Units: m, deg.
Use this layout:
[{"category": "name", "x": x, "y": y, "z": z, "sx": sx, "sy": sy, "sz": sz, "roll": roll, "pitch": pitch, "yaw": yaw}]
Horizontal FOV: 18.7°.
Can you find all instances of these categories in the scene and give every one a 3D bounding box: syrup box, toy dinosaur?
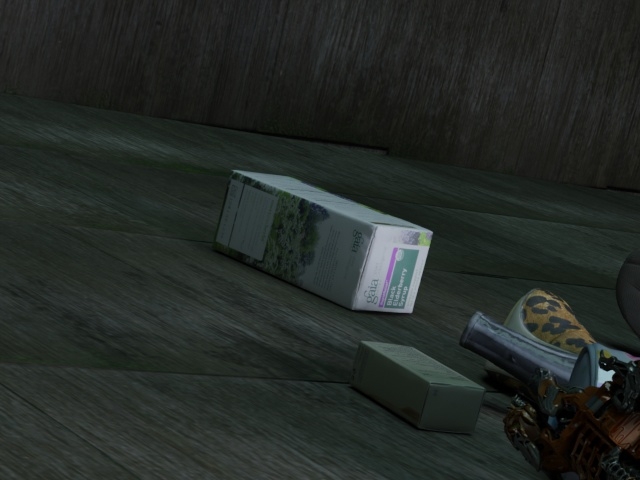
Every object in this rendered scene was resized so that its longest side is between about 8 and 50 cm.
[{"category": "syrup box", "x": 0.000, "y": 0.000, "z": 2.089, "sx": 0.096, "sy": 0.093, "sz": 0.237, "roll": 6, "pitch": 12, "yaw": -46}, {"category": "toy dinosaur", "x": 0.287, "y": 0.137, "z": 1.339, "sx": 0.322, "sy": 0.218, "sz": 0.164, "roll": 23, "pitch": -17, "yaw": 19}]

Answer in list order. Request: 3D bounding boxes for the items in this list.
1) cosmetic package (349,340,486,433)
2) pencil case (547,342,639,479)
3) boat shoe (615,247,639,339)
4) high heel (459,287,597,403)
[{"category": "cosmetic package", "x": 0.079, "y": 0.121, "z": 1.612, "sx": 0.060, "sy": 0.041, "sz": 0.115, "roll": 10, "pitch": 10, "yaw": -30}, {"category": "pencil case", "x": 0.317, "y": 0.161, "z": 1.503, "sx": 0.273, "sy": 0.113, "sz": 0.124, "roll": 14, "pitch": 1, "yaw": -3}, {"category": "boat shoe", "x": 0.486, "y": 0.114, "z": 2.112, "sx": 0.355, "sy": 0.132, "sz": 0.130, "roll": 29, "pitch": 5, "yaw": 28}, {"category": "high heel", "x": 0.243, "y": 0.124, "z": 1.779, "sx": 0.186, "sy": 0.093, "sz": 0.261, "roll": 29, "pitch": 10, "yaw": 18}]
